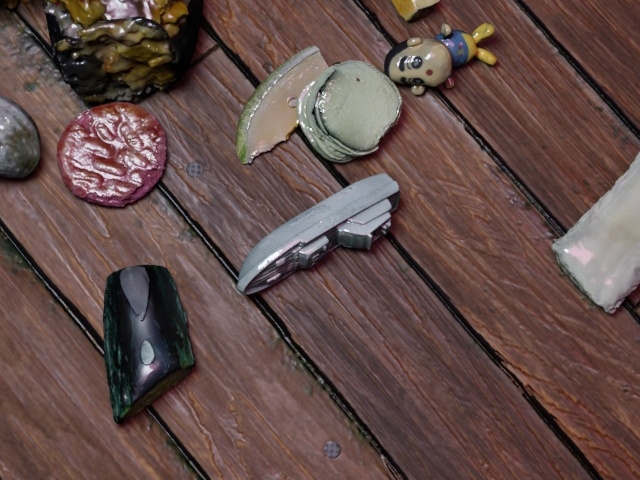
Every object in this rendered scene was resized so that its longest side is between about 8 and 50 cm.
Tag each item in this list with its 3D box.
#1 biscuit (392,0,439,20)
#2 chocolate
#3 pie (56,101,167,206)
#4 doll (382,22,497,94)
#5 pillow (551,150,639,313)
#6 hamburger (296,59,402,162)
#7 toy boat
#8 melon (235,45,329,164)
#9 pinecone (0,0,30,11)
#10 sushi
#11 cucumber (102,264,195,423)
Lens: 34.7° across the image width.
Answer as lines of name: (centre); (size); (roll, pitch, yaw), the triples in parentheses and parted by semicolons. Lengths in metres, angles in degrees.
biscuit: (0.113, -0.415, 1.513); (0.056, 0.052, 0.188); (-19, 78, -29)
chocolate: (-0.480, -0.161, 1.338); (0.248, 0.110, 0.110); (22, 73, -4)
pie: (-0.283, -0.118, 1.388); (0.154, 0.036, 0.155); (2, 74, -8)
doll: (0.170, -0.261, 1.464); (0.179, 0.102, 0.089); (-17, 35, -8)
pillow: (0.434, -0.015, 1.444); (0.128, 0.051, 0.229); (46, 75, -2)
hamburger: (0.040, -0.181, 1.417); (0.140, 0.062, 0.133); (-42, 106, -19)
toy boat: (0.000, 0.000, 1.369); (0.260, 0.078, 0.085); (-31, 66, -16)
melon: (-0.057, -0.190, 1.438); (0.182, 0.054, 0.098); (-34, 97, -14)
pinecone: (-0.448, -0.397, 1.382); (0.195, 0.150, 0.179); (26, 73, 0)
sushi: (-0.258, -0.312, 1.361); (0.213, 0.200, 0.204); (-9, 72, -9)
cucumber: (-0.223, 0.125, 1.310); (0.115, 0.086, 0.193); (-9, 70, -8)
